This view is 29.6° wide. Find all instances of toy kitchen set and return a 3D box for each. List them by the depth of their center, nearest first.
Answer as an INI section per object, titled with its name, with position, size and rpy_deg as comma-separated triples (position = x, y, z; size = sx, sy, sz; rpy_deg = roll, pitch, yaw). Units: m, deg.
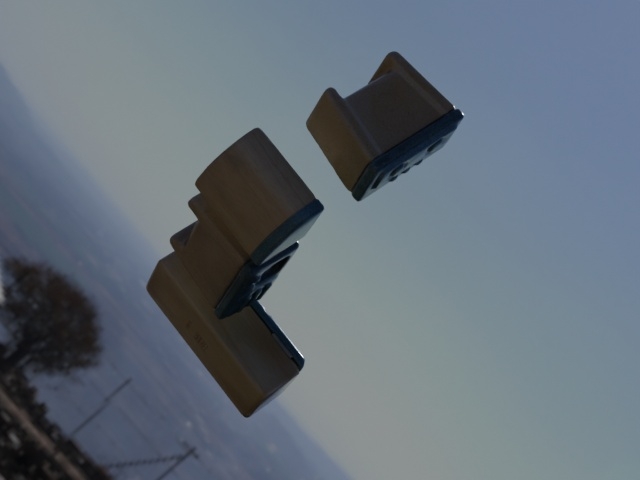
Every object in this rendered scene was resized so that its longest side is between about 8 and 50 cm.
[toy kitchen set]
position = 0.000, 0.000, 0.818
size = 0.122, 0.166, 0.207
rpy_deg = 52, -30, 9
